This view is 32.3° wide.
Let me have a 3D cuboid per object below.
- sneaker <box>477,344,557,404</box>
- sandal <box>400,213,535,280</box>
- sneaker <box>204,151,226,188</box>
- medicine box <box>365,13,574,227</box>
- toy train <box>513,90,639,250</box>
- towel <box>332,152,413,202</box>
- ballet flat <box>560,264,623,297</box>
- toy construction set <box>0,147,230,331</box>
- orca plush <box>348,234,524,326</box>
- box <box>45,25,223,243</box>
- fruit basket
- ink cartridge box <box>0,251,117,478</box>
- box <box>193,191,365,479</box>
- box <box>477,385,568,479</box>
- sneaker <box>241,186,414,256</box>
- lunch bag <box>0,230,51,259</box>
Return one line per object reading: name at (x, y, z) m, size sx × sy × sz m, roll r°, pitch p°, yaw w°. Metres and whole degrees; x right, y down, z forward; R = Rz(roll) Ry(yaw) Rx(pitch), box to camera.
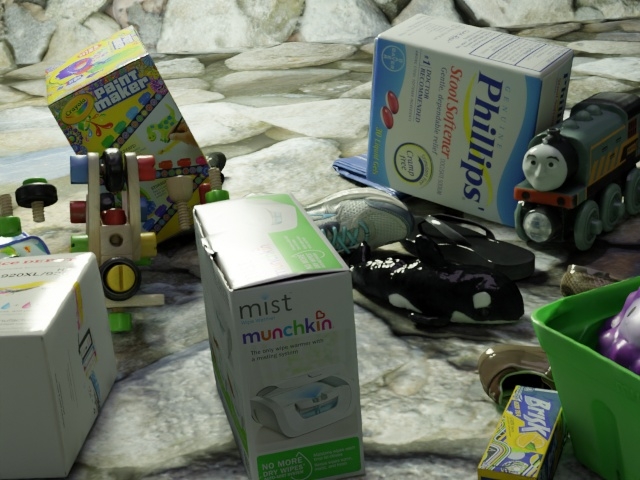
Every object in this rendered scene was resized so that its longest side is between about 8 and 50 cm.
sneaker at (0.274, 0.152, 1.241) m, size 0.188 × 0.066 × 0.071 m, roll -8°, pitch 37°, yaw 4°
sandal at (0.217, -0.004, 1.650) m, size 0.097 × 0.054 × 0.254 m, roll -21°, pitch 26°, yaw -37°
sneaker at (-0.204, -0.116, 2.035) m, size 0.089 × 0.051 × 0.170 m, roll 9°, pitch 30°, yaw 34°
medicine box at (0.238, -0.199, 1.799) m, size 0.289 × 0.264 × 0.149 m, roll 20°, pitch 33°, yaw 27°
toy train at (0.405, -0.111, 1.706) m, size 0.142 × 0.190 × 0.334 m, roll 11°, pitch 25°, yaw 36°
towel at (0.219, -0.140, 2.051) m, size 0.336 × 0.040 × 0.243 m, roll -12°, pitch 21°, yaw -26°
ballet flat at (0.416, 0.087, 1.385) m, size 0.249 × 0.058 × 0.084 m, roll 16°, pitch -7°, yaw 31°
toy construction set at (-0.258, 0.020, 1.560) m, size 0.308 × 0.237 × 0.257 m, roll 1°, pitch -17°, yaw -39°
orca plush at (0.146, 0.032, 1.501) m, size 0.151 × 0.102 × 0.287 m, roll -18°, pitch 24°, yaw -32°
box at (-0.308, -0.175, 1.829) m, size 0.177 × 0.279 × 0.290 m, roll -28°, pitch 23°, yaw -4°
fruit basket at (0.400, 0.073, 0.981) m, size 0.283 × 0.392 × 0.392 m, roll -14°, pitch 23°, yaw -25°
ink cartridge box at (-0.344, 0.133, 1.230) m, size 0.171 × 0.168 × 0.233 m, roll -4°, pitch 20°, yaw 4°
box at (-0.052, 0.098, 1.184) m, size 0.126 × 0.231 × 0.262 m, roll -9°, pitch 20°, yaw -11°
box at (0.204, 0.208, 1.095) m, size 0.059 × 0.054 × 0.169 m, roll 5°, pitch 22°, yaw 21°
sneaker at (0.000, 0.000, 1.654) m, size 0.283 × 0.110 × 0.122 m, roll -4°, pitch 38°, yaw 10°
lunch bag at (-0.465, 0.045, 1.606) m, size 0.151 × 0.096 × 0.128 m, roll 31°, pitch 35°, yaw 34°
